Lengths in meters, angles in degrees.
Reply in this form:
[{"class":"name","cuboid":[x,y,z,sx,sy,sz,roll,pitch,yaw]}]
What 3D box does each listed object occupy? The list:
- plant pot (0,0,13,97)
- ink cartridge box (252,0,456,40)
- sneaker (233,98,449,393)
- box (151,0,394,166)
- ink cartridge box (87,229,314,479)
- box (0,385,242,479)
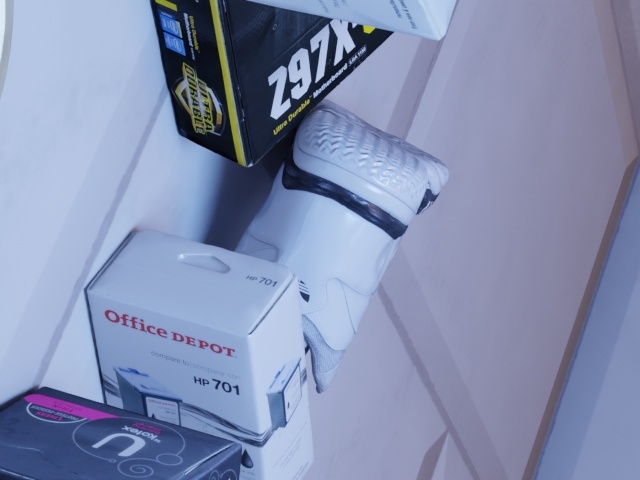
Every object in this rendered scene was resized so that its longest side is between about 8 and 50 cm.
[{"class":"plant pot","cuboid":[-0.259,-0.091,0.704,0.254,0.239,0.254,14,90,-70]},{"class":"ink cartridge box","cuboid":[-0.035,-0.254,1.132,0.114,0.273,0.197,52,55,-69]},{"class":"sneaker","cuboid":[0.000,0.000,1.576,0.210,0.137,0.366,-61,177,7]},{"class":"box","cuboid":[0.000,-0.249,1.403,0.322,0.079,0.257,-45,147,-32]},{"class":"ink cartridge box","cuboid":[-0.087,0.101,1.395,0.082,0.140,0.190,-53,149,-42]},{"class":"box","cuboid":[-0.164,0.259,1.258,0.143,0.165,0.270,-30,131,-62]}]
